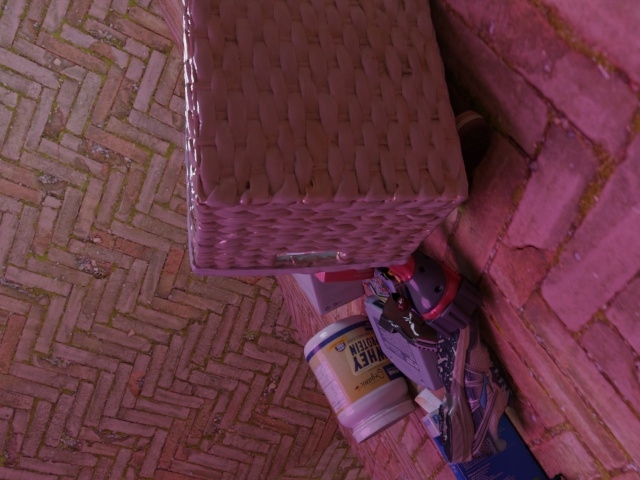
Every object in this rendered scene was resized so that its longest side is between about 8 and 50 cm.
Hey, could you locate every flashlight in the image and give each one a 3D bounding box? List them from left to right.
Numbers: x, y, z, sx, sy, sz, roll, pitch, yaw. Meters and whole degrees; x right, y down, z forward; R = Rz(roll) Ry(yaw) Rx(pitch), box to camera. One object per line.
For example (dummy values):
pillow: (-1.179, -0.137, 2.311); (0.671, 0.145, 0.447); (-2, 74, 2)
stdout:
flashlight: (0.117, 0.033, 0.867); (0.304, 0.103, 0.103); (36, 171, -5)

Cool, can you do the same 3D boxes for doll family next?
doll family: (0.160, 0.067, 0.979); (0.193, 0.111, 0.076); (50, 118, 39)

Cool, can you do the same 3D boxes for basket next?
basket: (-0.016, -0.146, 0.706); (0.266, 0.328, 0.331); (121, 145, -68)

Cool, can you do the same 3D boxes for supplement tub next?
supplement tub: (0.115, 0.404, 1.558); (0.316, 0.228, 0.228); (58, 166, 23)

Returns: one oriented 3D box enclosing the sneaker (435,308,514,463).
sneaker: (0.277, 0.250, 0.947); (0.110, 0.122, 0.283); (-122, 31, -83)

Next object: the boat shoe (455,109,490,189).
boat shoe: (0.176, -0.120, 0.727); (0.190, 0.068, 0.072); (92, 162, -63)

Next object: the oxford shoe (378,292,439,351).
oxford shoe: (0.208, 0.163, 1.078); (0.227, 0.082, 0.096); (22, 104, 49)

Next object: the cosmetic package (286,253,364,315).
cosmetic package: (-0.012, -0.003, 1.472); (0.217, 0.156, 0.385); (52, 161, 42)

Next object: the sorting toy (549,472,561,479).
sorting toy: (0.411, 0.426, 0.890); (0.061, 0.042, 0.102); (44, 149, 15)

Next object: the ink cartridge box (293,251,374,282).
ink cartridge box: (0.027, -0.088, 1.025); (0.207, 0.117, 0.283); (-140, 52, -61)

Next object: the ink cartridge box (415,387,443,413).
ink cartridge box: (0.304, 0.420, 1.166); (0.145, 0.045, 0.179); (48, 176, -27)

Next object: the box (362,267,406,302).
box: (0.148, 0.092, 1.276); (0.207, 0.036, 0.114); (37, 149, 64)

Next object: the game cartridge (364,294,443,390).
game cartridge: (0.208, 0.251, 1.308); (0.294, 0.060, 0.196); (-159, 49, -72)

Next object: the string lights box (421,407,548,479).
string lights box: (0.320, 0.418, 0.998); (0.260, 0.133, 0.077); (59, 169, 23)
